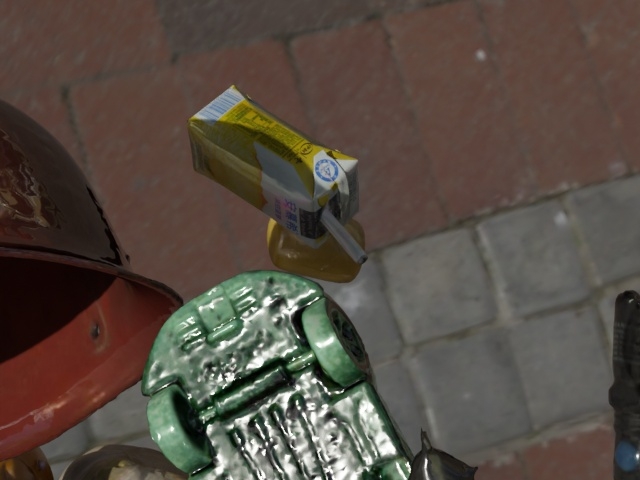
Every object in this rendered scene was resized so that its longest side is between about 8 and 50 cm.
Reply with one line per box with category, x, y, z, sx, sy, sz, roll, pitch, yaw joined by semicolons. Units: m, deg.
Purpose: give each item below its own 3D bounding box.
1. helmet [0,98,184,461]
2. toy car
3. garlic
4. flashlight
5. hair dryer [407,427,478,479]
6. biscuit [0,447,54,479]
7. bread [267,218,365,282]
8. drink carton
helmet;-0.291;0.002;1.089;0.337;0.385;0.230;23;46;-51
toy car;0.009;0.167;0.972;0.136;0.125;0.306;-31;73;13
garlic;-0.206;0.325;1.883;0.228;0.228;0.152;16;88;-20
flashlight;0.342;0.265;1.671;0.103;0.103;0.424;4;89;-23
hair dryer;-0.012;0.171;0.536;0.120;0.359;0.303;9;36;-13
biscuit;-0.317;0.295;1.713;0.050;0.170;0.170;-6;78;14
bread;0.000;0.000;1.744;0.115;0.056;0.082;19;62;-23
drink carton;-0.019;-0.051;1.348;0.200;0.084;0.074;33;56;26
